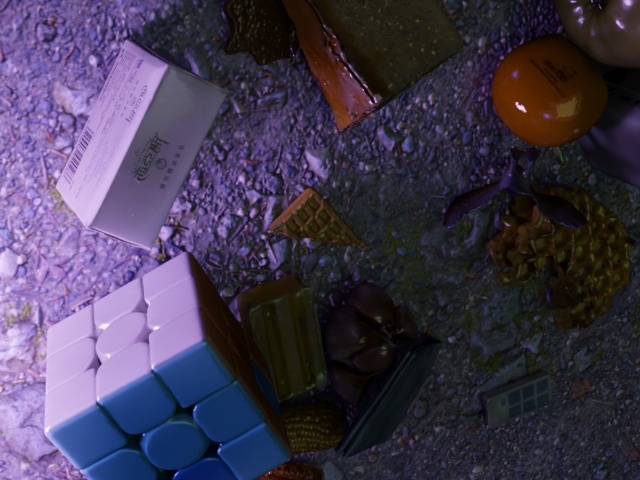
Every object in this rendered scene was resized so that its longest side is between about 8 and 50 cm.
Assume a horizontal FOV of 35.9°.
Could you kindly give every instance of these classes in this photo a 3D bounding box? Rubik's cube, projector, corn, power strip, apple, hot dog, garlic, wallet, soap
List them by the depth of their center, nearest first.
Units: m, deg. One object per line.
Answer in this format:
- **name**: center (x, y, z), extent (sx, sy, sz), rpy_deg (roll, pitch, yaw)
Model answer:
- **Rubik's cube**: center (-0.252, 0.249, 1.628), extent (0.290, 0.291, 0.292), rpy_deg (-29, 120, 2)
- **apple**: center (0.586, -0.475, 1.765), extent (0.357, 0.357, 0.357), rpy_deg (-10, 114, -24)
- **soap**: center (-0.070, 0.188, 1.859), extent (0.135, 0.076, 0.233), rpy_deg (-20, 118, -19)
- **garlic**: center (0.077, 0.190, 1.893), extent (0.160, 0.191, 0.214), rpy_deg (44, 90, 9)
- **corn**: center (-0.078, 0.371, 1.913), extent (0.293, 0.106, 0.106), rpy_deg (-5, 112, -27)
- **wallet**: center (0.141, 0.301, 1.944), extent (0.251, 0.054, 0.290), rpy_deg (-59, 162, 6)
- **projector**: center (0.680, -0.247, 1.977), extent (0.248, 0.249, 0.248), rpy_deg (-40, 123, -7)
- **hot dog**: center (-0.078, 0.488, 1.988), extent (0.192, 0.053, 0.099), rpy_deg (5, 111, -27)
- **power strip**: center (0.441, 0.355, 2.220), extent (0.192, 0.035, 0.081), rpy_deg (-17, 117, -22)

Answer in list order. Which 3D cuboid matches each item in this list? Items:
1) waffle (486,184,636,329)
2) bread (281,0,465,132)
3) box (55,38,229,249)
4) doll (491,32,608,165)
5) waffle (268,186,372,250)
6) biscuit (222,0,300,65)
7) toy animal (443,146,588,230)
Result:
- **waffle**: center (0.508, 0.031, 2.062), extent (0.324, 0.151, 0.261), rpy_deg (35, 95, -35)
- **bread**: center (0.052, -0.363, 1.681), extent (0.248, 0.279, 0.315), rpy_deg (-35, 86, -17)
- **box**: center (-0.283, -0.153, 1.534), extent (0.116, 0.203, 0.274), rpy_deg (23, 97, -34)
- **doll**: center (0.428, -0.267, 1.888), extent (0.213, 0.213, 0.236), rpy_deg (-37, 163, -10)
- **waffle**: center (0.000, 0.000, 1.845), extent (0.125, 0.032, 0.191), rpy_deg (-45, 122, -7)
- **biscuit**: center (-0.080, -0.382, 1.646), extent (0.215, 0.034, 0.182), rpy_deg (-41, 127, -10)
- **toy animal**: center (0.390, -0.120, 1.912), extent (0.272, 0.197, 0.160), rpy_deg (9, 153, 6)
